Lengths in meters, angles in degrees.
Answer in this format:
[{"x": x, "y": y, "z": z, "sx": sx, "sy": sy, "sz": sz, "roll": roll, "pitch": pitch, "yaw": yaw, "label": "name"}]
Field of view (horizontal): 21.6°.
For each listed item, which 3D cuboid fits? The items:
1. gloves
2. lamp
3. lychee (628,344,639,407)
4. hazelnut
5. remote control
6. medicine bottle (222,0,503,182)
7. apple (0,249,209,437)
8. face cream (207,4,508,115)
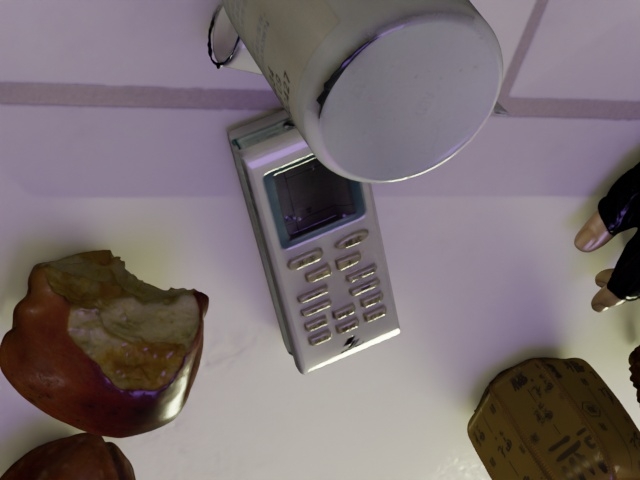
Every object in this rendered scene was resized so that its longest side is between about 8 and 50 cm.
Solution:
[{"x": 0.331, "y": -0.004, "z": 1.592, "sx": 0.164, "sy": 0.124, "sz": 0.203, "roll": 22, "pitch": 110, "yaw": -20, "label": "gloves"}, {"x": 0.244, "y": 0.216, "z": 1.688, "sx": 0.161, "sy": 0.185, "sz": 0.161, "roll": -16, "pitch": 138, "yaw": -15, "label": "lamp"}, {"x": 0.403, "y": 0.140, "z": 1.683, "sx": 0.200, "sy": 0.238, "sz": 0.200, "roll": -4, "pitch": 97, "yaw": -41, "label": "lychee"}, {"x": -0.225, "y": 0.244, "z": 1.509, "sx": 0.143, "sy": 0.143, "sz": 0.154, "roll": -22, "pitch": 144, "yaw": -9, "label": "hazelnut"}, {"x": 0.000, "y": 0.000, "z": 1.449, "sx": 0.103, "sy": 0.055, "sz": 0.277, "roll": -23, "pitch": 137, "yaw": -9, "label": "remote control"}, {"x": 0.010, "y": -0.167, "z": 1.152, "sx": 0.143, "sy": 0.258, "sz": 0.143, "roll": -16, "pitch": 136, "yaw": -16, "label": "medicine bottle"}, {"x": -0.177, "y": 0.085, "z": 1.367, "sx": 0.158, "sy": 0.156, "sz": 0.147, "roll": 12, "pitch": 127, "yaw": -1, "label": "apple"}, {"x": 0.030, "y": -0.143, "z": 1.320, "sx": 0.244, "sy": 0.092, "sz": 0.058, "roll": 10, "pitch": 119, "yaw": -28, "label": "face cream"}]
